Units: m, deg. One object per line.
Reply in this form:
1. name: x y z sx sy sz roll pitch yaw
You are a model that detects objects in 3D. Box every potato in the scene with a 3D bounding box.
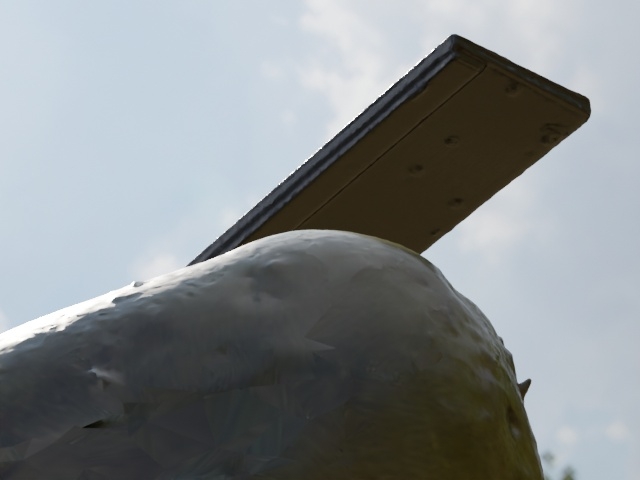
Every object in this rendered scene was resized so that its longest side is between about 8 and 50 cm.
1. potato: -0.057 0.112 0.750 0.307 0.210 0.173 -13 -31 -6

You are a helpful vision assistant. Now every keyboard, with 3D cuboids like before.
1. keyboard: 0.000 0.000 1.012 0.101 0.018 0.310 21 -44 -33
